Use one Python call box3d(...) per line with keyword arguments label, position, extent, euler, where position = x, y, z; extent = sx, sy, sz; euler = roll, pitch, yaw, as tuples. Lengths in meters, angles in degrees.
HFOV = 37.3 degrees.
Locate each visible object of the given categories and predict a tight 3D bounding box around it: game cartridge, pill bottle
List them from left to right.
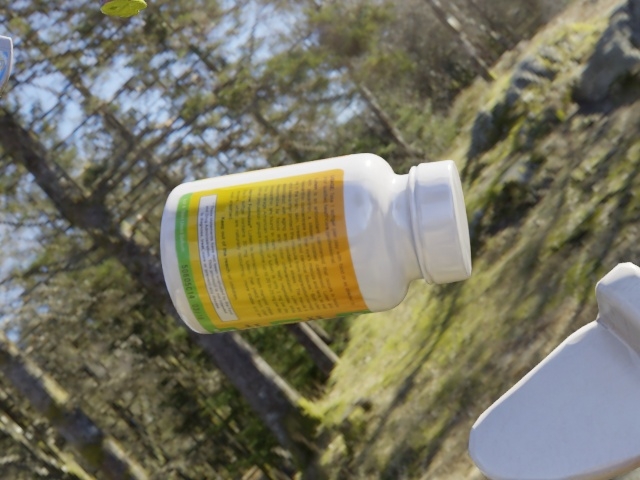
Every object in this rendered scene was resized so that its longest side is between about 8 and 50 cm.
box3d(label="game cartridge", position=(-0.433, -0.230, 1.238), extent=(0.017, 0.055, 0.083), euler=(148, 132, -75))
box3d(label="pill bottle", position=(0.000, 0.000, 0.814), extent=(0.245, 0.137, 0.136), euler=(-8, 9, 14))

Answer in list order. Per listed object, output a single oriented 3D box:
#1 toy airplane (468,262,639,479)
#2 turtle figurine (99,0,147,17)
box3d(label="toy airplane", position=(0.247, 0.159, 0.374), extent=(0.386, 0.272, 0.385), euler=(-11, 48, 33))
box3d(label="turtle figurine", position=(-0.238, -0.398, 1.147), extent=(0.269, 0.217, 0.087), euler=(-25, -17, 18))
